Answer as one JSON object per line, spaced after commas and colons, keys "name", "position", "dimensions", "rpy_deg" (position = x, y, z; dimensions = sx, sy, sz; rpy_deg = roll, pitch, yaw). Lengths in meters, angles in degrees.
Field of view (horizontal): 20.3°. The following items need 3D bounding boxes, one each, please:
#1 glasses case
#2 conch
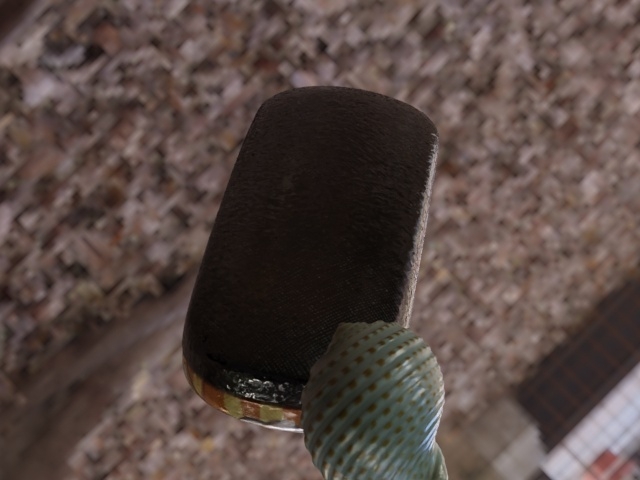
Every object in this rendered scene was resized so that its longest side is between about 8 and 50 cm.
{"name": "glasses case", "position": [0.000, 0.000, 1.062], "dimensions": [0.321, 0.122, 0.082], "rpy_deg": [-76, 176, -56]}
{"name": "conch", "position": [0.019, 0.076, 0.723], "dimensions": [0.056, 0.085, 0.076], "rpy_deg": [3, 154, -21]}
